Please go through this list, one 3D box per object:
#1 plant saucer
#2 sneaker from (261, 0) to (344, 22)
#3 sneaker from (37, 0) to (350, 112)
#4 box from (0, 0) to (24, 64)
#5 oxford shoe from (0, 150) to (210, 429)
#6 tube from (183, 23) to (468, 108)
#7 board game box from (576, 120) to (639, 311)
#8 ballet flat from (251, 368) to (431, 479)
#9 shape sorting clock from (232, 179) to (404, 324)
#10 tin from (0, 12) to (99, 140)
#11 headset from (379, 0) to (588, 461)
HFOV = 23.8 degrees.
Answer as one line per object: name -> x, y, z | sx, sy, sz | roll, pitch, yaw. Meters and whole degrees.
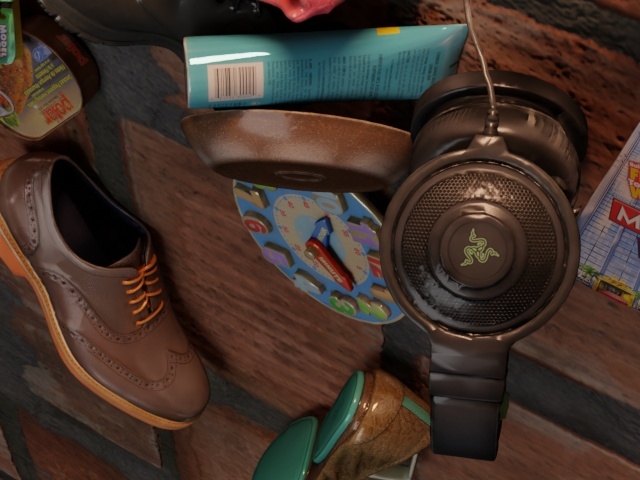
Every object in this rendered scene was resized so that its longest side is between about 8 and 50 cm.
plant saucer -> -0.014, -0.066, 1.205 | 0.198, 0.036, 0.198 | 5, 174, 0
sneaker -> -0.090, -0.253, 1.062 | 0.314, 0.136, 0.116 | 29, 147, 19
sneaker -> -0.094, -0.190, 1.153 | 0.286, 0.109, 0.130 | 26, 147, -32
box -> -0.338, -0.224, 1.424 | 0.179, 0.043, 0.105 | 14, 113, 39
oxford shoe -> -0.221, 0.061, 1.627 | 0.132, 0.130, 0.364 | -13, 122, 46
tube -> 0.003, -0.128, 1.122 | 0.207, 0.052, 0.080 | -3, 151, -7
board game box -> 0.266, -0.016, 1.059 | 0.194, 0.060, 0.194 | 27, 148, 21
ballet flat -> 0.033, 0.230, 1.610 | 0.124, 0.116, 0.342 | 24, 147, -11
shape sorting clock -> 0.000, 0.000, 1.387 | 0.206, 0.040, 0.206 | 27, 147, 20
tin -> -0.282, -0.159, 1.492 | 0.106, 0.040, 0.189 | 52, 147, -12
headset -> 0.143, -0.029, 1.044 | 0.185, 0.243, 0.394 | 5, 122, 9
